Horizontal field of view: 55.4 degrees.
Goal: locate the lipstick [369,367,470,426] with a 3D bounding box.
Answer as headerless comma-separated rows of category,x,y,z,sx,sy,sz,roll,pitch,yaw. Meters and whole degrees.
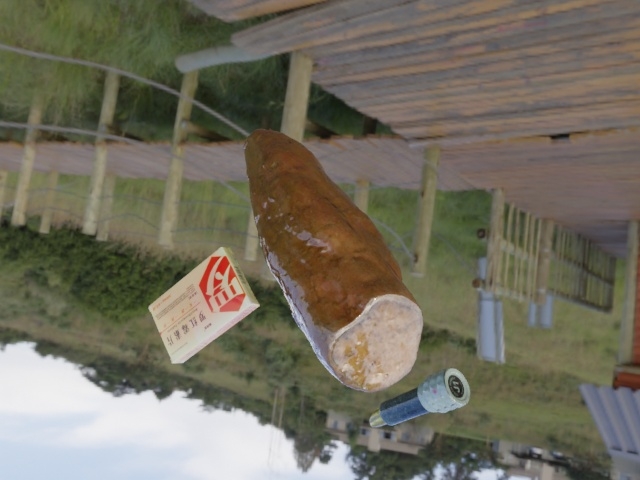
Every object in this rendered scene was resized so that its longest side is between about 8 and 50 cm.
lipstick,0.088,0.155,0.584,0.037,0.037,0.116,14,145,-36

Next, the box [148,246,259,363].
box,-0.099,0.055,0.509,0.093,0.058,0.015,-38,159,19

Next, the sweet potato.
sweet potato,0.000,0.000,0.496,0.097,0.251,0.097,-22,155,-11
